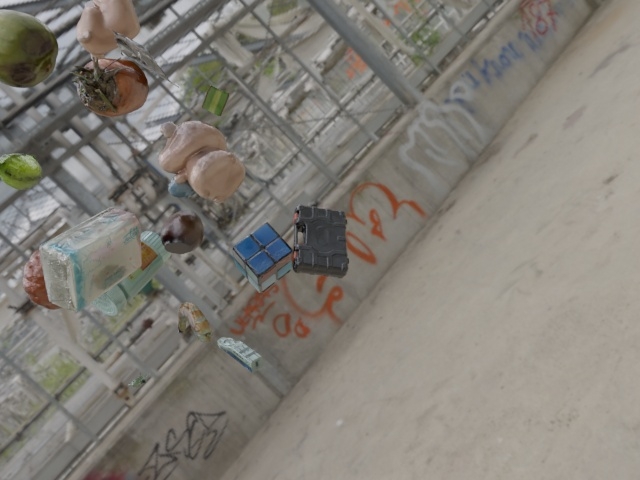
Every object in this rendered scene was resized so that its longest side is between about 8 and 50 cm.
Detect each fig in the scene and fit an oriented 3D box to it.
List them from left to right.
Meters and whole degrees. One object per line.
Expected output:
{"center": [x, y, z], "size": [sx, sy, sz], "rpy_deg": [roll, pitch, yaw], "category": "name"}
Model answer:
{"center": [-0.994, -0.629, 1.896], "size": [0.239, 0.271, 0.239], "rpy_deg": [-50, 11, 13], "category": "fig"}

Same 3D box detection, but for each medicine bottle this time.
{"center": [-0.703, 0.113, 2.174], "size": [0.158, 0.158, 0.318], "rpy_deg": [-37, 12, 50], "category": "medicine bottle"}

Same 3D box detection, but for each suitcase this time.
{"center": [0.000, 0.000, 2.187], "size": [0.066, 0.206, 0.286], "rpy_deg": [112, 162, -52], "category": "suitcase"}

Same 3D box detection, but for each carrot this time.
{"center": [-0.710, -0.521, 2.013], "size": [0.214, 0.193, 0.331], "rpy_deg": [-1, 15, 13], "category": "carrot"}

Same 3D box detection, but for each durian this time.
{"center": [-1.120, -0.256, 2.194], "size": [0.101, 0.139, 0.250], "rpy_deg": [-39, 13, 13], "category": "durian"}

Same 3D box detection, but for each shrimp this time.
{"center": [-0.407, 0.277, 1.857], "size": [0.049, 0.161, 0.166], "rpy_deg": [-16, -27, -42], "category": "shrimp"}

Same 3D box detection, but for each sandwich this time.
{"center": [-0.331, -0.476, 1.912], "size": [0.116, 0.074, 0.074], "rpy_deg": [-49, 22, 52], "category": "sandwich"}

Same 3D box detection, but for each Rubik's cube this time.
{"center": [-0.221, 0.069, 2.294], "size": [0.183, 0.167, 0.180], "rpy_deg": [-37, -20, -17], "category": "Rubik's cube"}

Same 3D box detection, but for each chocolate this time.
{"center": [-0.415, -0.033, 1.789], "size": [0.127, 0.124, 0.133], "rpy_deg": [-10, 65, 20], "category": "chocolate"}

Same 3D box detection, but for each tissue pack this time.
{"center": [-0.628, 0.049, 1.639], "size": [0.271, 0.124, 0.201], "rpy_deg": [-47, -26, -53], "category": "tissue pack"}

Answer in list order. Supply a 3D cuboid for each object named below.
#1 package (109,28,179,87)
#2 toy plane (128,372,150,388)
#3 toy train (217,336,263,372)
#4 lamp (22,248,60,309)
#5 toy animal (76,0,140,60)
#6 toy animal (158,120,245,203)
{"center": [-0.648, -0.662, 2.178], "size": [0.062, 0.251, 0.204], "rpy_deg": [-46, -1, 7], "category": "package"}
{"center": [-0.563, 0.438, 1.827], "size": [0.080, 0.033, 0.083], "rpy_deg": [-26, 6, 6], "category": "toy plane"}
{"center": [-0.286, 0.377, 2.034], "size": [0.052, 0.051, 0.234], "rpy_deg": [-25, 34, -34], "category": "toy train"}
{"center": [-0.840, 0.113, 1.896], "size": [0.196, 0.223, 0.223], "rpy_deg": [20, 57, 36], "category": "lamp"}
{"center": [-0.827, -0.846, 2.278], "size": [0.256, 0.213, 0.195], "rpy_deg": [-31, -12, -5], "category": "toy animal"}
{"center": [-0.339, -0.230, 1.704], "size": [0.210, 0.221, 0.230], "rpy_deg": [8, -89, -59], "category": "toy animal"}
